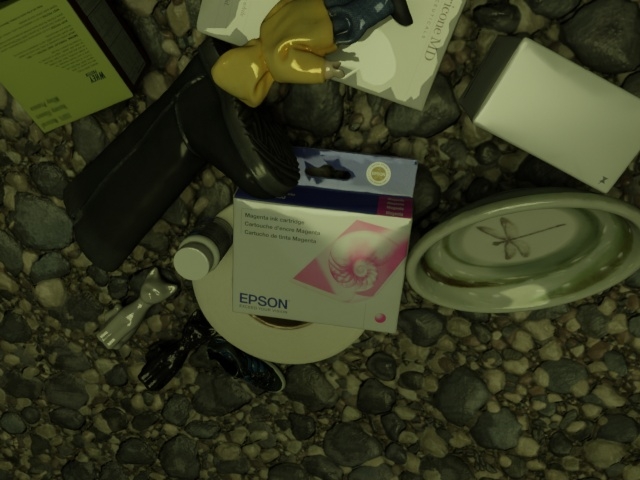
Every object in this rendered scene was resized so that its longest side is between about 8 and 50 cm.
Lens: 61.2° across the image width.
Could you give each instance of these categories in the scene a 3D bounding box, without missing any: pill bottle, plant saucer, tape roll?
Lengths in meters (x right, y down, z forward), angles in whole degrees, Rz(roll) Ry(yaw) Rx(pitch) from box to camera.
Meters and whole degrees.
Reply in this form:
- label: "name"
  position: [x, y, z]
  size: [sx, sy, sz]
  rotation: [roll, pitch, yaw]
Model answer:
- label: "pill bottle"
  position: [-0.216, 0.015, 1.001]
  size: [0.078, 0.137, 0.078]
  rotation: [3, 113, 7]
- label: "plant saucer"
  position: [0.347, 0.007, 0.943]
  size: [0.400, 0.100, 0.400]
  rotation: [1, 150, 0]
- label: "tape roll"
  position: [-0.073, 0.077, 1.118]
  size: [0.392, 0.072, 0.392]
  rotation: [3, 113, 8]

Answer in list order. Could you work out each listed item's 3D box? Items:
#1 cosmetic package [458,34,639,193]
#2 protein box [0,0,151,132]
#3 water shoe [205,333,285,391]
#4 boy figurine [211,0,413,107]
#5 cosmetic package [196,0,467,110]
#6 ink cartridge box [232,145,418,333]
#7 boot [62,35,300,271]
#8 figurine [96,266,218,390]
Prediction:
- label: "cosmetic package"
  position: [0.355, -0.208, 0.844]
  size: [0.224, 0.224, 0.138]
  rotation: [27, 114, -3]
- label: "protein box"
  position: [-0.447, -0.333, 0.940]
  size: [0.200, 0.136, 0.201]
  rotation: [-17, 130, 15]
- label: "water shoe"
  position: [-0.173, 0.293, 1.217]
  size: [0.203, 0.080, 0.073]
  rotation: [36, 114, -6]
- label: "boy figurine"
  position: [-0.018, -0.275, 0.752]
  size: [0.285, 0.177, 0.092]
  rotation: [-29, 148, 12]
- label: "cosmetic package"
  position: [0.024, -0.376, 0.867]
  size: [0.385, 0.156, 0.217]
  rotation: [19, 112, 2]
- label: "ink cartridge box"
  position: [0.000, 0.000, 1.000]
  size: [0.324, 0.071, 0.330]
  rotation: [6, 113, 7]
- label: "boot"
  position: [-0.271, -0.093, 0.953]
  size: [0.445, 0.367, 0.146]
  rotation: [-37, 141, 17]
- label: "figurine"
  position: [-0.359, 0.191, 1.201]
  size: [0.209, 0.092, 0.215]
  rotation: [-43, 93, 16]
